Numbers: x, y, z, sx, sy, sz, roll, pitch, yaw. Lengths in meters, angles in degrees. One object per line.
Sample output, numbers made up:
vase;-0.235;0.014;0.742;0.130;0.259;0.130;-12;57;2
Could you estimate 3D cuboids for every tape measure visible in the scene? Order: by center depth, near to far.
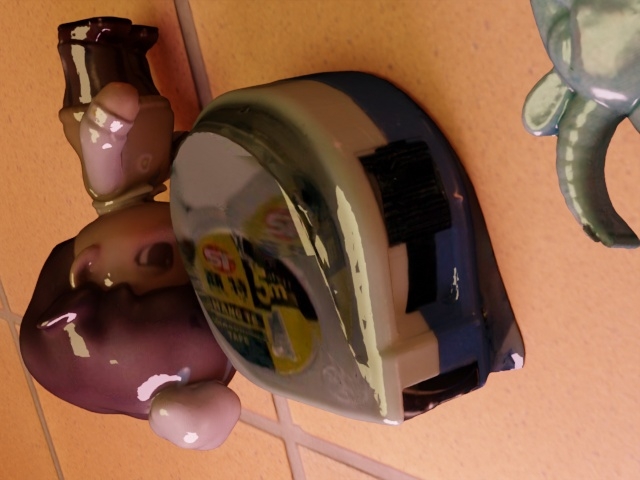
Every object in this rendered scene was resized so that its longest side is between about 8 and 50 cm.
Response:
tape measure;0.000;0.002;0.928;0.259;0.138;0.262;6;116;51

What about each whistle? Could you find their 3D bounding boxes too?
whistle;0.186;-0.102;0.645;0.186;0.093;0.274;-44;76;28

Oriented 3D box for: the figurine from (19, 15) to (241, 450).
figurine;-0.153;-0.012;1.099;0.218;0.206;0.365;-87;4;-85
